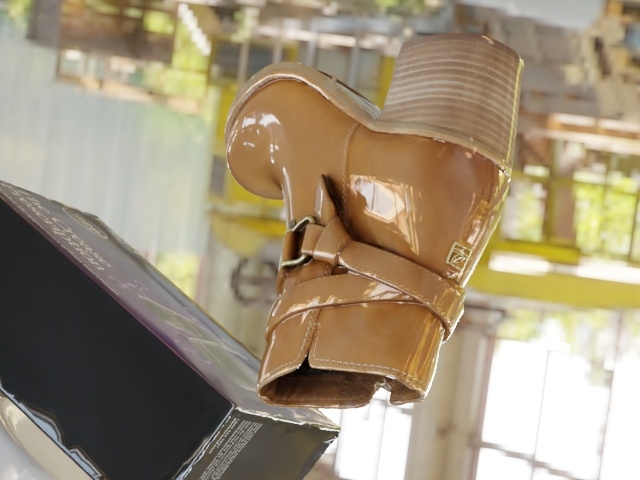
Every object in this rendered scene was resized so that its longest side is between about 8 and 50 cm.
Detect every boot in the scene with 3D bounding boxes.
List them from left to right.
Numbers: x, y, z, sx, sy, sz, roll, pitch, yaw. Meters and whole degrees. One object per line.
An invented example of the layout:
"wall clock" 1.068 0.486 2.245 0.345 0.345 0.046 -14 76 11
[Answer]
"boot" 0.000 0.000 0.758 0.073 0.152 0.197 26 159 -26

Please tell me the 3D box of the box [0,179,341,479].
"box" -0.137 0.078 1.205 0.261 0.103 0.184 39 -177 23

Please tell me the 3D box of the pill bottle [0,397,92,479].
"pill bottle" -0.275 0.243 1.359 0.131 0.229 0.131 43 -175 -5
